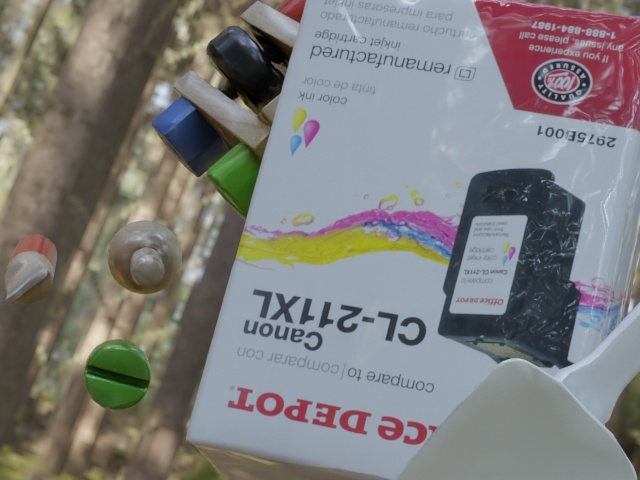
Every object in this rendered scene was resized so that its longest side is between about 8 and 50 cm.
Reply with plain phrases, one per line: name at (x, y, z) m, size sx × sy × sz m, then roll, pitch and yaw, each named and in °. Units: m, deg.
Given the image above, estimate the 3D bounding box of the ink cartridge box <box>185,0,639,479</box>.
ink cartridge box at (0.042, 0.009, 0.599) m, size 0.127 × 0.175 × 0.072 m, roll 10°, pitch -18°, yaw 15°

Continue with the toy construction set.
toy construction set at (0.000, 0.000, 0.844) m, size 0.309 × 0.257 × 0.237 m, roll -15°, pitch 7°, yaw -5°

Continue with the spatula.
spatula at (0.139, 0.057, 0.499) m, size 0.168 × 0.242 × 0.019 m, roll 45°, pitch -1°, yaw -10°
